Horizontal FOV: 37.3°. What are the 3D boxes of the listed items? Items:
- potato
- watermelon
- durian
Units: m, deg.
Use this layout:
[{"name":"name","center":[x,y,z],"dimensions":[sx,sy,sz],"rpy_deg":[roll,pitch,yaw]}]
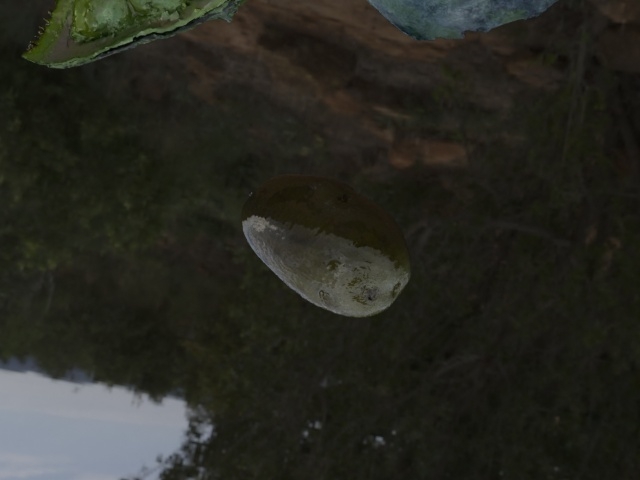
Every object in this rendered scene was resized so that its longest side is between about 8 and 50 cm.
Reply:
[{"name":"potato","center":[0.000,0.000,1.256],"dimensions":[0.251,0.174,0.159],"rpy_deg":[35,-144,17]},{"name":"watermelon","center":[0.205,-0.303,0.953],"dimensions":[0.148,0.318,0.226],"rpy_deg":[51,-163,-9]},{"name":"durian","center":[-0.190,-0.292,1.168],"dimensions":[0.351,0.169,0.158],"rpy_deg":[-11,150,21]}]
